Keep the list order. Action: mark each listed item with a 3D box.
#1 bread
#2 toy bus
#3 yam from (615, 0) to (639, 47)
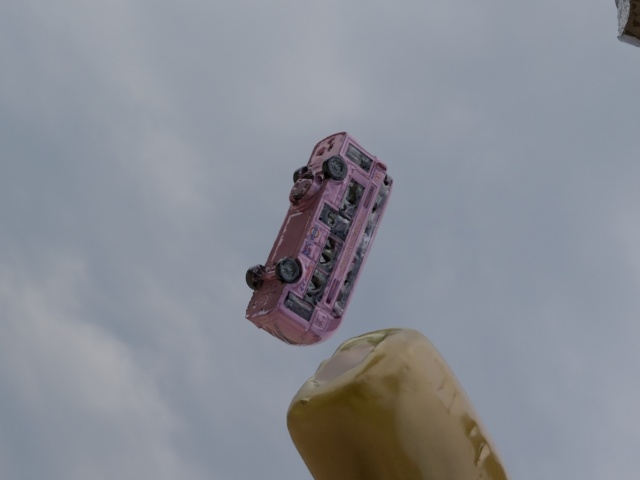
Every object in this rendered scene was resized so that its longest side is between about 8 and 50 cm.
[{"bbox_3d":[0.063,0.147,0.806,0.085,0.134,0.173,-29,-87,52],"label":"bread"},{"bbox_3d":[0.000,0.000,1.082,0.090,0.203,0.063,34,-27,-26],"label":"toy bus"},{"bbox_3d":[0.216,-0.128,0.600,0.127,0.084,0.084,7,-43,0],"label":"yam"}]
